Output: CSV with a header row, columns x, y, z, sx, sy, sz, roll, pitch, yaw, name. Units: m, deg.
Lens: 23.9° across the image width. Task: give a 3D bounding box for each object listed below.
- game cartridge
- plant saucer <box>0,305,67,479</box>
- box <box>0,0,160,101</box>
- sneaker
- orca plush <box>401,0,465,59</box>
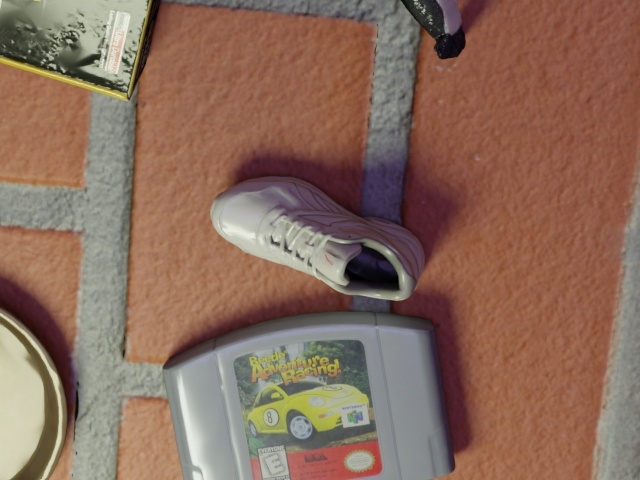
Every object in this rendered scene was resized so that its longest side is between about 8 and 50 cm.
x,y,z,sx,sy,sz,roll,pitch,yaw,name
-0.013,0.177,1.619,0.294,0.060,0.196,-10,100,2,game cartridge
-0.407,0.178,1.621,0.278,0.041,0.278,0,104,0,plant saucer
-0.263,-0.311,1.415,0.257,0.079,0.322,18,128,-3,box
0.000,0.000,1.539,0.232,0.115,0.090,16,104,-4,sneaker
0.081,-0.322,1.492,0.151,0.102,0.287,-40,119,-36,orca plush
